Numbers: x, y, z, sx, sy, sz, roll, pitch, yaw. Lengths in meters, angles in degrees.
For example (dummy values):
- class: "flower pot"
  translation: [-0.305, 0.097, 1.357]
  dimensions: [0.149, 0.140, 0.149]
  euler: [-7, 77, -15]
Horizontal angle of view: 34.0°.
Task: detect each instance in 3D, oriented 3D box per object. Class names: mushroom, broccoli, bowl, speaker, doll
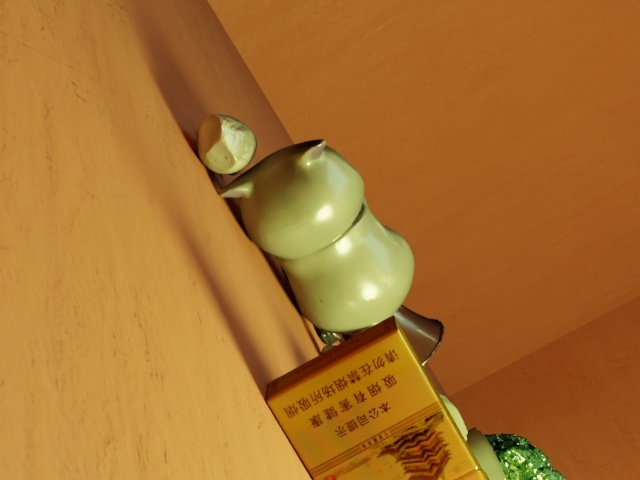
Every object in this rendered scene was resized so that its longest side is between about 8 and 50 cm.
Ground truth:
- class: "mushroom"
  translation: [-0.150, -0.151, 1.650]
  dimensions: [0.097, 0.088, 0.212]
  euler: [28, 4, -7]
- class: "broccoli"
  translation: [0.351, 0.529, 2.124]
  dimensions: [0.308, 0.307, 0.275]
  euler: [55, 43, -52]
- class: "bowl"
  translation: [0.269, 0.458, 1.904]
  dimensions: [0.211, 0.112, 0.211]
  euler: [161, -90, -81]
- class: "speaker"
  translation: [0.052, 0.149, 1.990]
  dimensions: [0.329, 0.198, 0.259]
  euler: [44, 51, -21]
- class: "doll"
  translation: [0.010, -0.001, 1.717]
  dimensions: [0.370, 0.215, 0.226]
  euler: [61, 21, -22]

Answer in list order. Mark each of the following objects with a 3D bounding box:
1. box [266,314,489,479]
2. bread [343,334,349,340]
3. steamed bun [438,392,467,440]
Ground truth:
- class: "box"
  translation: [0.079, 0.248, 1.226]
  dimensions: [0.274, 0.174, 0.076]
  euler: [60, 6, -10]
- class: "bread"
  translation: [0.063, 0.137, 2.202]
  dimensions: [0.139, 0.084, 0.074]
  euler: [61, 6, 9]
- class: "steamed bun"
  translation: [0.136, 0.319, 1.452]
  dimensions: [0.200, 0.170, 0.225]
  euler: [63, 4, -46]
